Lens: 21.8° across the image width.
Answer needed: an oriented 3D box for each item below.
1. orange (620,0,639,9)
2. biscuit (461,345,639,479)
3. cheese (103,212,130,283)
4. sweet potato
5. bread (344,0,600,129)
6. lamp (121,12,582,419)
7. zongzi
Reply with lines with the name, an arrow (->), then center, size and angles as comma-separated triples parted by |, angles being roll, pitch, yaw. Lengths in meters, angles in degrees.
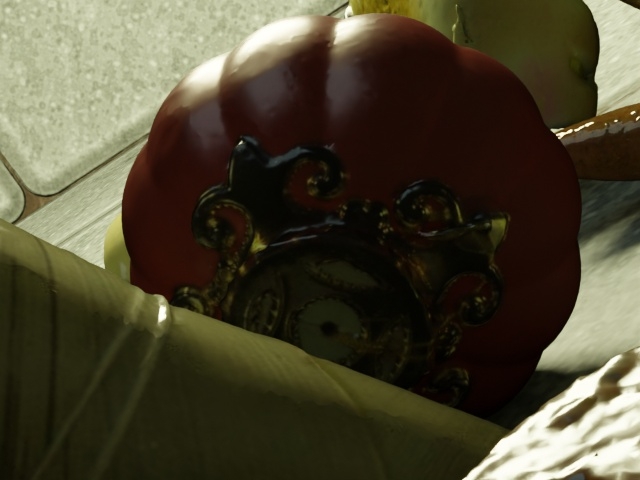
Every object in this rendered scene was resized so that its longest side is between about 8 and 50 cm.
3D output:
orange -> 0.269, -0.277, 1.152 | 0.264, 0.264, 0.264 | -32, 13, 8
biscuit -> 0.153, 0.109, 0.393 | 0.314, 0.063, 0.367 | -20, 21, 17
cheese -> -0.005, -0.052, 1.273 | 0.316, 0.128, 0.259 | -20, 15, 31
sweet potato -> 0.229, -0.068, 0.897 | 0.281, 0.059, 0.067 | -20, 6, 44
bread -> 0.115, -0.161, 1.119 | 0.158, 0.260, 0.156 | -3, -39, -18
lamp -> 0.016, -0.005, 0.816 | 0.227, 0.227, 0.227 | -32, 13, 8
zongzi -> -0.103, 0.201, 0.700 | 0.181, 0.418, 0.447 | -72, -1, -56
